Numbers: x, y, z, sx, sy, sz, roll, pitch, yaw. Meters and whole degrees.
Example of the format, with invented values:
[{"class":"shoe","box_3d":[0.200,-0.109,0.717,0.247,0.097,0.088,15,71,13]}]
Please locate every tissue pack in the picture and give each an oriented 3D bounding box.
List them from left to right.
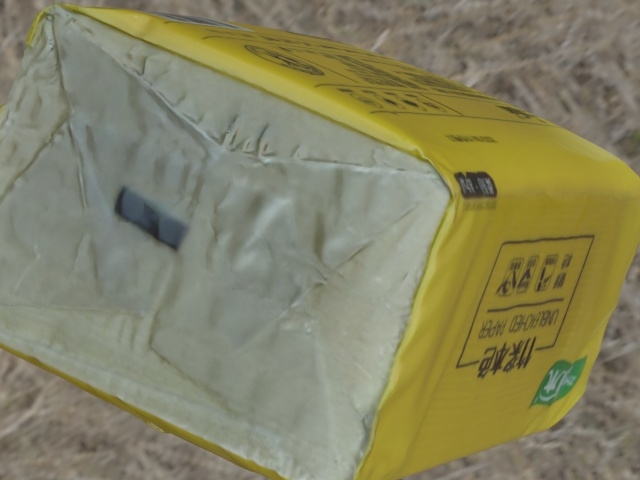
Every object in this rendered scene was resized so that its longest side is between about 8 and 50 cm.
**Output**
[{"class":"tissue pack","box_3d":[0.000,0.000,1.237,0.293,0.382,0.228,23,102,23]}]
